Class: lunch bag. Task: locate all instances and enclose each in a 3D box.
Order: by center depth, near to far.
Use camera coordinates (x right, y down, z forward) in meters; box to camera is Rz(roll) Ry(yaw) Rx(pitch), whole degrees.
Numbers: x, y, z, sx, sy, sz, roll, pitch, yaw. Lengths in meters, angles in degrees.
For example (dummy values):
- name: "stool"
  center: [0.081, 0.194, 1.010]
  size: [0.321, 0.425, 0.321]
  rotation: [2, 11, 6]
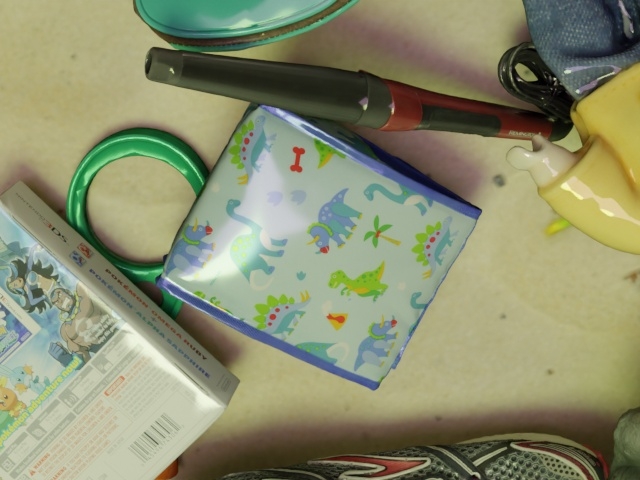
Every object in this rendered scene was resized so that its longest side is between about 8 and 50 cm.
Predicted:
- name: "lunch bag"
  center: [0.000, 0.000, 0.932]
  size: [0.151, 0.096, 0.128]
  rotation: [29, 101, -5]

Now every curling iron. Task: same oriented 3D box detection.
- name: "curling iron"
  center: [0.035, -0.090, 0.888]
  size: [0.274, 0.035, 0.068]
  rotation: [0, 99, -20]

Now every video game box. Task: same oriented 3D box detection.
- name: "video game box"
  center: [-0.185, 0.096, 0.995]
  size: [0.187, 0.048, 0.205]
  rotation: [42, 113, -8]

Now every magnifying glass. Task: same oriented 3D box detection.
- name: "magnifying glass"
  center: [-0.108, 0.042, 1.001]
  size: [0.092, 0.026, 0.230]
  rotation: [0, 107, 4]

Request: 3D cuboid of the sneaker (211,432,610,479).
- name: "sneaker"
  center: [0.033, 0.185, 0.968]
  size: [0.299, 0.112, 0.120]
  rotation: [-12, 69, 7]

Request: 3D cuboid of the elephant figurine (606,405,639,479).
- name: "elephant figurine"
  center: [0.221, 0.181, 0.815]
  size: [0.169, 0.239, 0.186]
  rotation: [-3, 108, 0]

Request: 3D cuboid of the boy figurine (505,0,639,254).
- name: "boy figurine"
  center: [0.188, -0.060, 0.853]
  size: [0.177, 0.092, 0.285]
  rotation: [-24, 82, -9]

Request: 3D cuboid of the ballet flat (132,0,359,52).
- name: "ballet flat"
  center: [0.017, -0.168, 0.883]
  size: [0.247, 0.087, 0.083]
  rotation: [-25, 86, 14]
